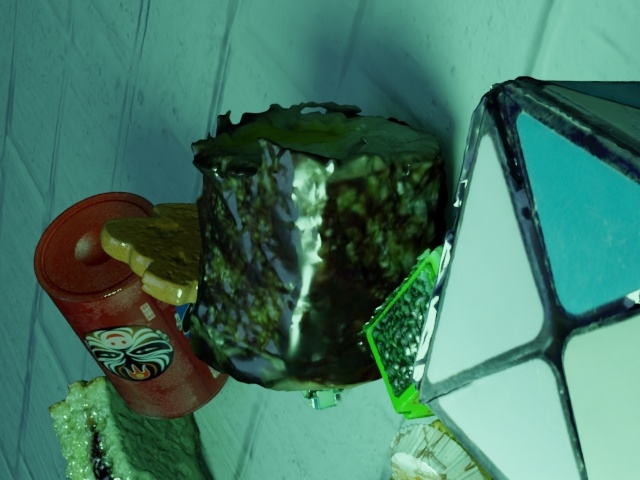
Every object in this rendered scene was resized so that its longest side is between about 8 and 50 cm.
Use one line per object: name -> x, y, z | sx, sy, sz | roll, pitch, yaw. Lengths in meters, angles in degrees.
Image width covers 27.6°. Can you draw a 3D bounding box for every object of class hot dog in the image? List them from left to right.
hot dog -> 0.156, 0.296, 1.439 | 0.131, 0.069, 0.252 | 9, 135, 49

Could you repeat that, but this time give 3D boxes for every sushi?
sushi -> 0.001, -0.002, 1.527 | 0.281, 0.299, 0.294 | 10, 110, 32

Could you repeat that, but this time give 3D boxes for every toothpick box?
toothpick box -> -0.277, 0.106, 1.992 | 0.204, 0.204, 0.333 | 56, 173, 40

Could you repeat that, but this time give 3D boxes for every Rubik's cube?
Rubik's cube -> 0.287, 0.054, 0.989 | 0.305, 0.307, 0.310 | 48, 134, 50

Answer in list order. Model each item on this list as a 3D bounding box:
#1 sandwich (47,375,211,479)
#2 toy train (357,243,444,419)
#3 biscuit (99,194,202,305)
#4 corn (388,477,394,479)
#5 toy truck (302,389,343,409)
sandwich -> -0.289, 0.391, 2.156 | 0.131, 0.262, 0.325 | -32, 63, 20
toy train -> 0.161, 0.094, 1.354 | 0.243, 0.188, 0.132 | -56, 46, 50
biscuit -> -0.139, 0.011, 1.814 | 0.284, 0.306, 0.043 | 24, 123, 19
corn -> 0.073, 0.387, 1.655 | 0.119, 0.119, 0.322 | 63, 142, 32
toy truck -> -0.012, 0.146, 1.816 | 0.081, 0.067, 0.175 | 175, 85, -67
